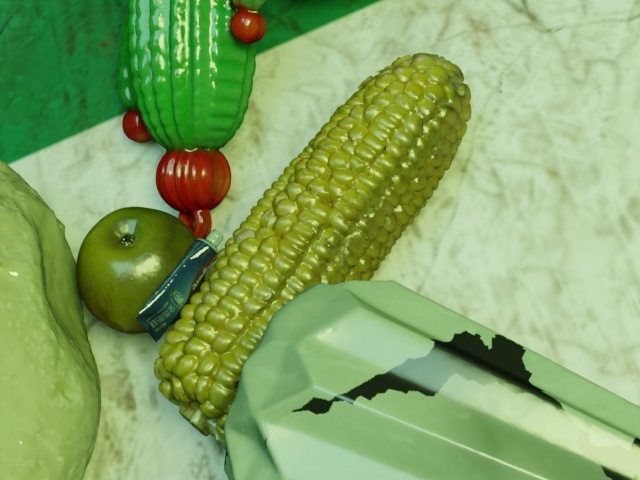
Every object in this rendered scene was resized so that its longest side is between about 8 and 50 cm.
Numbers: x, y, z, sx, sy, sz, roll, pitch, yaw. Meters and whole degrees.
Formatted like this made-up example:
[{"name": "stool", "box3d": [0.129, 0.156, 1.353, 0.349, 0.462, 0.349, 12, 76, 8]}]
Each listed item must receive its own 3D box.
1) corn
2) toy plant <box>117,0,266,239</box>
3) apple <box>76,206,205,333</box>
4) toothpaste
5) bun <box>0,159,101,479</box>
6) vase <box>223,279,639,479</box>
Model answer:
[{"name": "corn", "box3d": [0.000, 0.000, 0.726, 0.101, 0.101, 0.291, 33, 85, 29]}, {"name": "toy plant", "box3d": [-0.100, -0.133, 0.815, 0.155, 0.088, 0.240, 34, 115, 42]}, {"name": "apple", "box3d": [-0.125, 0.021, 0.773, 0.090, 0.074, 0.089, -4, 52, 5]}, {"name": "toothpaste", "box3d": [-0.091, 0.027, 0.733, 0.019, 0.027, 0.083, 17, 64, 43]}, {"name": "bun", "box3d": [-0.325, 0.088, 0.739, 0.352, 0.227, 0.349, -48, 62, -2]}, {"name": "vase", "box3d": [0.131, 0.140, 0.579, 0.360, 0.165, 0.165, 19, 75, 20]}]
